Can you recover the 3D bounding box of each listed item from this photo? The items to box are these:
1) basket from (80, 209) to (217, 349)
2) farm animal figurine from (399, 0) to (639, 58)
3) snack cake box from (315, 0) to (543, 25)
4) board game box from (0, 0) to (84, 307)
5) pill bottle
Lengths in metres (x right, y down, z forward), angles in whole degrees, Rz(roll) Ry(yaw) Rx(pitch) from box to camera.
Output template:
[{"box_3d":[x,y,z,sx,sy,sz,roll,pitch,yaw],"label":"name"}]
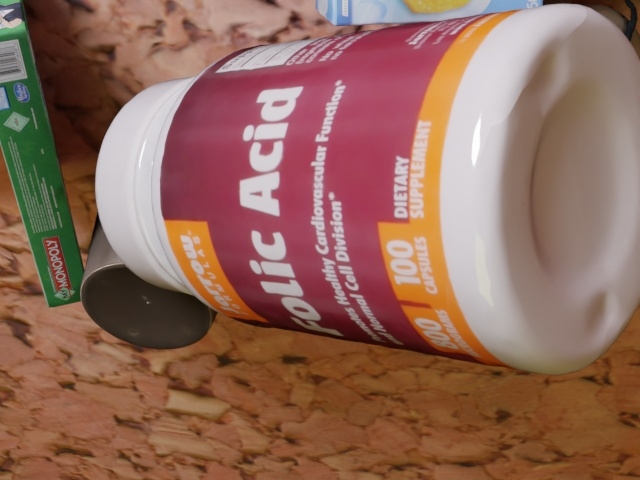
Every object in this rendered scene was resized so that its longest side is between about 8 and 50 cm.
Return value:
[{"box_3d":[-0.147,-0.016,0.928,0.204,0.227,0.154,-4,135,14],"label":"basket"},{"box_3d":[0.189,-0.071,0.809,0.330,0.172,0.326,15,123,-7],"label":"farm animal figurine"},{"box_3d":[0.075,-0.285,0.612,0.152,0.089,0.264,-4,112,-7],"label":"snack cake box"},{"box_3d":[-0.279,-0.117,0.861,0.046,0.213,0.317,-13,138,-15],"label":"board game box"},{"box_3d":[0.019,-0.039,0.668,0.392,0.224,0.224,4,143,44],"label":"pill bottle"}]
